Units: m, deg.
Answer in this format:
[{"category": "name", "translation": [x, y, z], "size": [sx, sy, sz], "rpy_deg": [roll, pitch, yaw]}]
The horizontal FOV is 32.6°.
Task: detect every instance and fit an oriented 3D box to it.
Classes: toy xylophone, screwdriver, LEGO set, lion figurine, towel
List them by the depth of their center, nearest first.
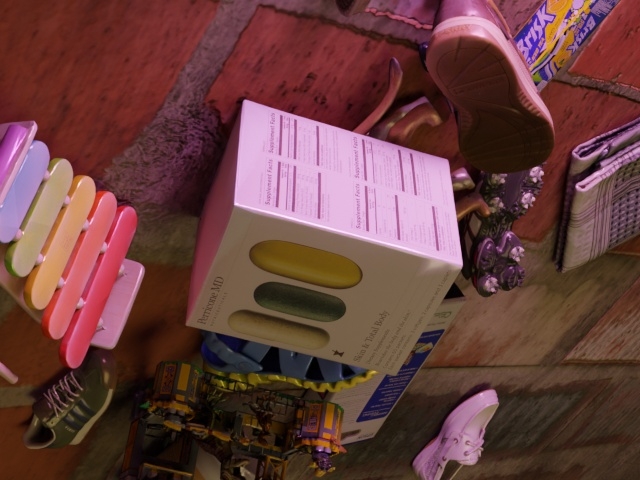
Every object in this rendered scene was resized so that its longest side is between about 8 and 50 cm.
[{"category": "toy xylophone", "translation": [-0.302, 0.027, 1.173], "size": [0.322, 0.081, 0.236], "rpy_deg": [55, 47, -63]}, {"category": "screwdriver", "translation": [0.150, -0.205, 1.413], "size": [0.025, 0.024, 0.170], "rpy_deg": [-6, 156, 12]}, {"category": "lion figurine", "translation": [0.082, -0.055, 1.464], "size": [0.240, 0.142, 0.392], "rpy_deg": [-29, 133, 7]}, {"category": "LEGO set", "translation": [-0.135, 0.313, 1.531], "size": [0.331, 0.192, 0.255], "rpy_deg": [22, 152, -27]}, {"category": "towel", "translation": [0.540, -0.098, 1.839], "size": [0.312, 0.056, 0.324], "rpy_deg": [-26, 145, -12]}]

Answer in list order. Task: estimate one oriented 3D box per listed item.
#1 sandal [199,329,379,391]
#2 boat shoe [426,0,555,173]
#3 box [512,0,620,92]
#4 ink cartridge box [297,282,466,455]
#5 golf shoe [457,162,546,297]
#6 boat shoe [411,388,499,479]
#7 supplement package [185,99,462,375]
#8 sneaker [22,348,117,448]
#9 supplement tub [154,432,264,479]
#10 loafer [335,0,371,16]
[{"category": "sandal", "translation": [-0.041, 0.131, 1.505], "size": [0.317, 0.126, 0.138], "rpy_deg": [-10, 135, 19]}, {"category": "boat shoe", "translation": [0.211, -0.200, 1.362], "size": [0.123, 0.123, 0.342], "rpy_deg": [-12, 151, 21]}, {"category": "box", "translation": [0.309, -0.275, 1.416], "size": [0.054, 0.059, 0.169], "rpy_deg": [14, 124, -46]}, {"category": "ink cartridge box", "translation": [0.088, 0.215, 1.844], "size": [0.176, 0.069, 0.371], "rpy_deg": [-4, 134, -38]}, {"category": "golf shoe", "translation": [0.249, -0.055, 1.618], "size": [0.105, 0.120, 0.272], "rpy_deg": [-3, 114, -29]}, {"category": "boat shoe", "translation": [0.294, 0.418, 2.244], "size": [0.098, 0.096, 0.277], "rpy_deg": [-1, 135, -38]}, {"category": "supplement package", "translation": [0.000, 0.000, 1.287], "size": [0.263, 0.198, 0.199], "rpy_deg": [15, 130, -13]}, {"category": "sneaker", "translation": [-0.346, 0.224, 1.486], "size": [0.086, 0.064, 0.192], "rpy_deg": [-6, 141, -42]}, {"category": "supplement tub", "translation": [-0.201, 0.387, 1.743], "size": [0.200, 0.144, 0.144], "rpy_deg": [-39, 146, 8]}, {"category": "loafer", "translation": [0.064, -0.303, 1.177], "size": [0.050, 0.056, 0.148], "rpy_deg": [4, 132, -35]}]
